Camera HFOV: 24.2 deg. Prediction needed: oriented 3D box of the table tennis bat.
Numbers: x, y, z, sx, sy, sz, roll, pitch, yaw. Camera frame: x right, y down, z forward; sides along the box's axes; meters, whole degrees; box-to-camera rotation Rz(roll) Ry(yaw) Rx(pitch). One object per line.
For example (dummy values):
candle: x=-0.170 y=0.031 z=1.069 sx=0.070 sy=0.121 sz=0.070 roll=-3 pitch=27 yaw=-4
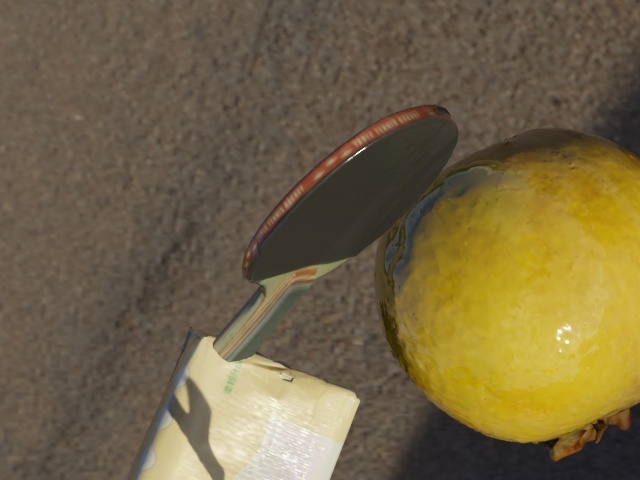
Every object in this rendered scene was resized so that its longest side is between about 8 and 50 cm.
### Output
table tennis bat: x=0.000 y=0.000 z=0.860 sx=0.019 sy=0.130 sz=0.220 roll=54 pitch=128 yaw=19

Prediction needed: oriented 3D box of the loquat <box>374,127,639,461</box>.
loquat: x=0.176 y=0.048 z=1.216 sx=0.274 sy=0.275 sz=0.275 roll=-5 pitch=81 yaw=34

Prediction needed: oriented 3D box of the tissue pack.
tissue pack: x=-0.081 y=0.213 z=1.394 sx=0.090 sy=0.186 sz=0.222 roll=2 pitch=68 yaw=67
